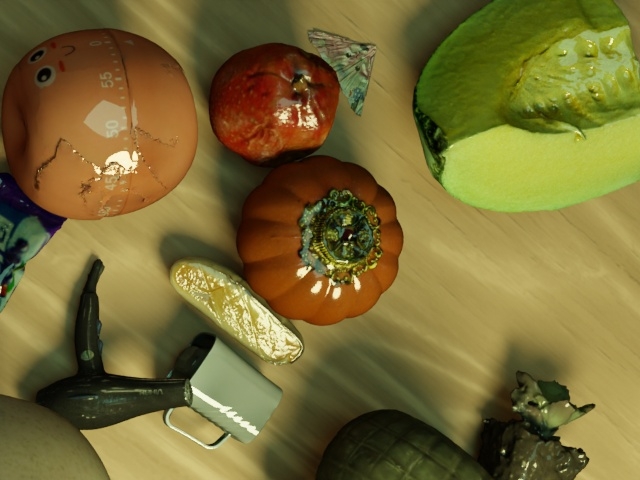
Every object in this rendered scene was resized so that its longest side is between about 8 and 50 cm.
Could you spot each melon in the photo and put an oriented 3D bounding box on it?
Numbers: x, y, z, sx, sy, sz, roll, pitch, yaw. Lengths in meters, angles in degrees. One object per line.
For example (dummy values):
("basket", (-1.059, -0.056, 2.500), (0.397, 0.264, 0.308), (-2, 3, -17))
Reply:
("melon", (0.285, -0.191, 1.868), (0.343, 0.226, 0.331), (-15, 104, -10))

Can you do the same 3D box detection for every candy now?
("candy", (-0.424, 0.048, 1.645), (0.145, 0.070, 0.275), (26, 81, -10))

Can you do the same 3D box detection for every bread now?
("bread", (-0.107, 0.087, 1.775), (0.214, 0.053, 0.073), (39, 103, -17))

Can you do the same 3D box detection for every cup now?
("cup", (-0.137, 0.203, 1.738), (0.129, 0.095, 0.128), (38, 75, -18))

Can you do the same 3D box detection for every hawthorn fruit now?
("hawthorn fruit", (-0.055, -0.173, 1.746), (0.173, 0.179, 0.173), (-10, 103, -52))

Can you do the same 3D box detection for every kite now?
("kite", (0.019, -0.229, 1.865), (0.156, 0.011, 0.139), (-38, 99, -20))

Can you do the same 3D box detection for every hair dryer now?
("hair dryer", (-0.262, 0.125, 1.691), (0.195, 0.075, 0.219), (-8, 73, 8))

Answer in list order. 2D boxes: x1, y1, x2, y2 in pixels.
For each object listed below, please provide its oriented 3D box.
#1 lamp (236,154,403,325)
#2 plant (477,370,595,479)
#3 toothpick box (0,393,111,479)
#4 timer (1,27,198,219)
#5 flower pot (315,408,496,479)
("lamp", (0.000, 0.000, 1.747), (0.223, 0.196, 0.223), (2, 86, -20))
("plant", (0.295, 0.290, 1.889), (0.142, 0.131, 0.203), (33, 86, -16))
("toothpick box", (-0.411, 0.400, 1.422), (0.409, 0.409, 0.425), (9, 59, -21))
("timer", (-0.268, -0.140, 1.625), (0.215, 0.229, 0.229), (-12, 92, -24))
("flower pot", (0.118, 0.372, 1.731), (0.302, 0.302, 0.213), (45, 76, -14))
